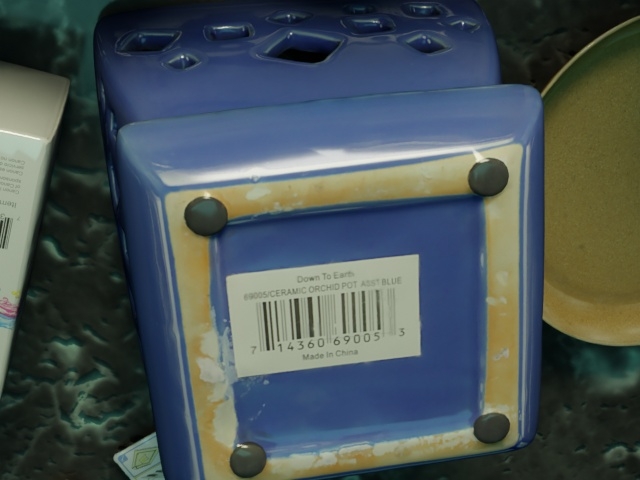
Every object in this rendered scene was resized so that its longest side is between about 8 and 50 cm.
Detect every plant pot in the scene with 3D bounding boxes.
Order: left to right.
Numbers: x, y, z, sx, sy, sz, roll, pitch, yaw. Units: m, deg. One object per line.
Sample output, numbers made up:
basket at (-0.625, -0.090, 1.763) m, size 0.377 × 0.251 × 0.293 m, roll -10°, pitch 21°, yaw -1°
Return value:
plant pot at (0.000, 0.000, 0.578) m, size 0.236 × 0.212 × 0.236 m, roll -6°, pitch 115°, yaw -6°
plant pot at (0.220, -0.041, 0.679) m, size 0.236 × 0.032 × 0.236 m, roll -6°, pitch 115°, yaw -13°

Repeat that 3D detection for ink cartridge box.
ink cartridge box at (-0.224, -0.009, 0.585) m, size 0.128 × 0.127 × 0.176 m, roll 13°, pitch 110°, yaw -14°

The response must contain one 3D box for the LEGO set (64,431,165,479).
LEGO set at (-0.089, 0.219, 0.745) m, size 0.244 × 0.060 × 0.182 m, roll -30°, pitch 118°, yaw 4°
